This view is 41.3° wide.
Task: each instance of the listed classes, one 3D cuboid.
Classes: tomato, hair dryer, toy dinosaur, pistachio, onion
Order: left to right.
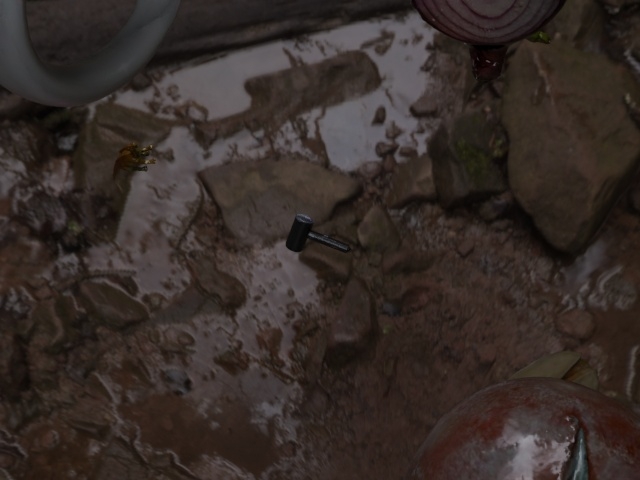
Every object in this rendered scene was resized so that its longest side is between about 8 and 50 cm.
[{"bbox_3d":[-0.217,-0.092,0.982,0.041,0.113,0.026,-4,79,-22],"label":"toy dinosaur"},{"bbox_3d":[0.000,0.000,1.108,0.083,0.026,0.047,19,112,-5],"label":"hair dryer"},{"bbox_3d":[0.201,-0.292,0.998,0.195,0.218,0.139,0,42,18],"label":"onion"},{"bbox_3d":[0.235,0.301,0.889,0.317,0.282,0.316,0,87,4],"label":"tomato"},{"bbox_3d":[0.293,0.202,1.089,0.149,0.113,0.113,-42,71,-17],"label":"pistachio"}]

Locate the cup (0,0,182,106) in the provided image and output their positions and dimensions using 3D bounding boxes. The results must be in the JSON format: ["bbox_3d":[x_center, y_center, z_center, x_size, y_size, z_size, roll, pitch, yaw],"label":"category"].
[{"bbox_3d":[-0.098,-0.250,0.453,0.260,0.274,0.356,17,110,12],"label":"cup"}]

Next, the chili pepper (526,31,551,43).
[{"bbox_3d":[0.277,-0.347,1.272,0.043,0.208,0.048,18,75,48],"label":"chili pepper"}]
